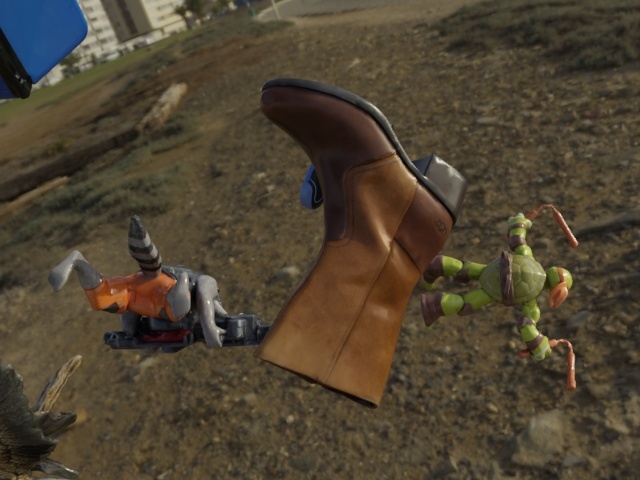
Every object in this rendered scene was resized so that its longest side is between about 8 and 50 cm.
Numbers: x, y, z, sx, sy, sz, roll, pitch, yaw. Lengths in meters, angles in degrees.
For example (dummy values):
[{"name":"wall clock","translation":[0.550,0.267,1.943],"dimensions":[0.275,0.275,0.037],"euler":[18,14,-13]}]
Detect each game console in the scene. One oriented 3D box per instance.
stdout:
[{"name":"game console","translation":[-0.557,-0.386,1.088],"dimensions":[0.250,0.293,0.173],"euler":[-2,56,5]}]

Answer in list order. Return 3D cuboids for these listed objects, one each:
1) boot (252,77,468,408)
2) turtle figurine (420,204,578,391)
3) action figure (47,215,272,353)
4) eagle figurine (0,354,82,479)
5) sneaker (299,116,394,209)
[{"name":"boot","translation":[0.000,0.000,0.711],"dimensions":[0.096,0.264,0.280],"euler":[-6,53,63]},{"name":"turtle figurine","translation":[0.249,0.072,0.929],"dimensions":[0.217,0.087,0.269],"euler":[-7,66,17]},{"name":"action figure","translation":[-0.205,0.085,1.066],"dimensions":[0.341,0.178,0.330],"euler":[-2,-12,6]},{"name":"eagle figurine","translation":[-0.371,0.208,0.659],"dimensions":[0.225,0.226,0.298],"euler":[-4,-16,3]},{"name":"sneaker","translation":[0.049,-0.149,1.298],"dimensions":[0.090,0.232,0.081],"euler":[34,7,23]}]
